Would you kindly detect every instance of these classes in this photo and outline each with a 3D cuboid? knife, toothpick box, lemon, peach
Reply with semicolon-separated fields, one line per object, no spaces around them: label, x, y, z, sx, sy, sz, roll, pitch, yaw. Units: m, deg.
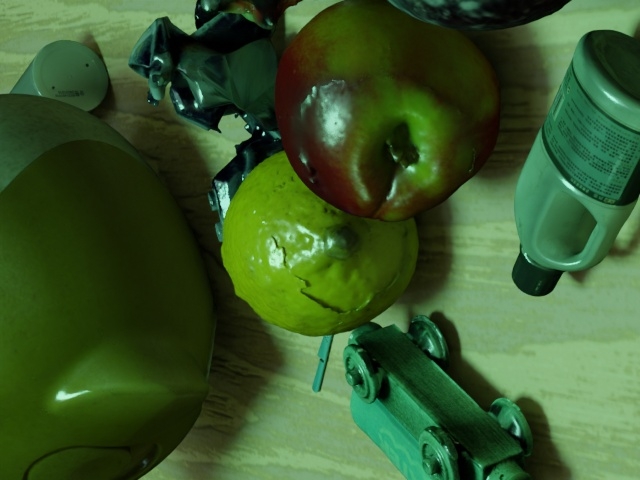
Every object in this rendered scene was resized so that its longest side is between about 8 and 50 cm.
knife;0.002;0.119;1.744;0.014;0.005;0.091;49;139;38
toothpick box;-0.313;0.088;1.894;0.425;0.409;0.409;62;147;29
lemon;-0.001;0.002;1.545;0.181;0.180;0.193;65;147;22
peach;0.050;-0.112;1.409;0.197;0.197;0.197;29;125;53

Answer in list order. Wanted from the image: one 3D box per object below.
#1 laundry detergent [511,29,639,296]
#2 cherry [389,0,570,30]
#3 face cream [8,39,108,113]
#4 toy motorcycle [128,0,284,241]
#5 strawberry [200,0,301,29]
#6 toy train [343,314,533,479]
laundry detergent;0.194;-0.043;1.289;0.099;0.070;0.226;50;140;30
cherry;0.110;-0.280;1.208;0.296;0.218;0.255;-42;65;45
face cream;-0.344;-0.165;2.149;0.214;0.095;0.096;-35;70;59
toy motorcycle;-0.097;-0.123;1.683;0.106;0.159;0.270;150;109;-81
strawberry;-0.044;-0.353;1.566;0.233;0.137;0.306;29;100;31
toy train;0.103;0.175;1.511;0.248;0.101;0.159;44;149;47
